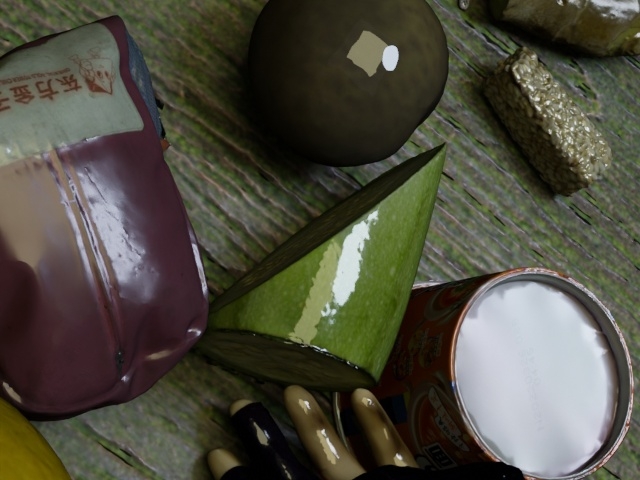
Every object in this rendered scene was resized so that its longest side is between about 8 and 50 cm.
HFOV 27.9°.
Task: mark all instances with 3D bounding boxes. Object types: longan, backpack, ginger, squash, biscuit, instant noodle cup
[{"bbox_3d":[0.029,-0.173,1.253,0.212,0.198,0.198,-27,89,-28],"label":"longan"},{"bbox_3d":[-0.234,-0.007,1.082,0.283,0.197,0.317,-23,92,-29],"label":"backpack"},{"bbox_3d":[0.310,-0.267,1.449,0.263,0.109,0.116,6,101,-22],"label":"ginger"},{"bbox_3d":[0.000,0.000,1.190,0.189,0.189,0.260,22,71,-18],"label":"squash"},{"bbox_3d":[0.246,-0.128,1.395,0.070,0.082,0.168,-41,94,-30],"label":"biscuit"},{"bbox_3d":[0.163,0.140,1.222,0.250,0.192,0.250,7,74,-23],"label":"instant noodle cup"}]

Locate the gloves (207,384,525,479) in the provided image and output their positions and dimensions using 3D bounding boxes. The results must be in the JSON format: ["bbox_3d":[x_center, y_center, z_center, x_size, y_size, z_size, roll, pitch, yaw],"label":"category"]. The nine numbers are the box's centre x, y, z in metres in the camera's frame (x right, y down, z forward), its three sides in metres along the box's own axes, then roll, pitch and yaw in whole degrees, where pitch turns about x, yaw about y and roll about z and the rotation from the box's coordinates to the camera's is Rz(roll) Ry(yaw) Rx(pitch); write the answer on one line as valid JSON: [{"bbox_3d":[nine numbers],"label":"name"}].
[{"bbox_3d":[0.017,0.221,1.097,0.197,0.301,0.152,-7,115,-49],"label":"gloves"}]

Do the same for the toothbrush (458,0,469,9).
[{"bbox_3d":[0.171,-0.334,1.457,0.014,0.017,0.162,14,75,-16],"label":"toothbrush"}]

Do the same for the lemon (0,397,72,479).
[{"bbox_3d":[-0.315,0.229,0.934,0.297,0.297,0.297,7,73,-23],"label":"lemon"}]
